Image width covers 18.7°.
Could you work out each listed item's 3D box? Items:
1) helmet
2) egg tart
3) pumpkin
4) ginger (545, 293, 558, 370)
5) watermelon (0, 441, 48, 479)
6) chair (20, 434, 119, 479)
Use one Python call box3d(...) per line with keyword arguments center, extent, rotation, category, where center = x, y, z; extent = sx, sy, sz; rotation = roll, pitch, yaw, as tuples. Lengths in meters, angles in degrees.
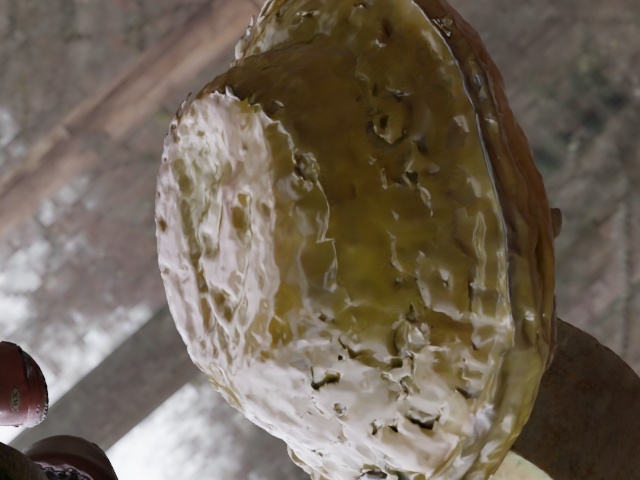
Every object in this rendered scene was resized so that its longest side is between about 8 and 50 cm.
box3d(center=(-0.243, 0.110, 1.450), extent=(0.049, 0.065, 0.084), rotation=(-8, -167, -35), category="helmet")
box3d(center=(0.000, 0.000, 1.448), extent=(0.178, 0.443, 0.443), rotation=(-7, -128, -28), category="egg tart")
box3d(center=(0.168, 0.248, 1.930), extent=(0.332, 0.332, 0.199), rotation=(46, -133, -9), category="pumpkin")
box3d(center=(0.122, 0.045, 1.635), extent=(0.193, 0.115, 0.122), rotation=(23, -159, -29), category="ginger")
box3d(center=(-0.279, 0.225, 1.619), extent=(0.181, 0.092, 0.075), rotation=(45, -164, -29), category="watermelon")
box3d(center=(-0.355, 0.383, 2.354), extent=(0.226, 0.226, 0.401), rotation=(50, -166, 0), category="chair")
